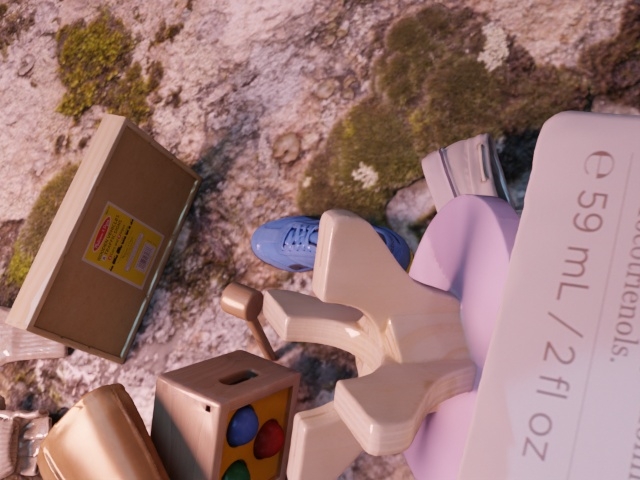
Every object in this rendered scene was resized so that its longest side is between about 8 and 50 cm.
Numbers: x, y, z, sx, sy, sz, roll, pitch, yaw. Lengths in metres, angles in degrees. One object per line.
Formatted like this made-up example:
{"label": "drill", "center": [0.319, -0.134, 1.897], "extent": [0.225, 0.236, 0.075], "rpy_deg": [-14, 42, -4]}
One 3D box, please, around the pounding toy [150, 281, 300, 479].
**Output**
{"label": "pounding toy", "center": [-0.071, 0.152, 0.767], "extent": [0.094, 0.181, 0.206], "rpy_deg": [16, 103, 31]}

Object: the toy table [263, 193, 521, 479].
{"label": "toy table", "center": [0.062, 0.094, 0.656], "extent": [0.252, 0.160, 0.275], "rpy_deg": [-162, 74, -66]}

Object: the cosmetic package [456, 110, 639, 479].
{"label": "cosmetic package", "center": [0.324, 0.147, 0.469], "extent": [0.393, 0.327, 0.330], "rpy_deg": [9, 72, 28]}

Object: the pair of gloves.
{"label": "pair of gloves", "center": [-0.431, 0.189, 0.959], "extent": [0.204, 0.042, 0.240], "rpy_deg": [-1, 62, 6]}

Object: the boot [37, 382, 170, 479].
{"label": "boot", "center": [-0.185, 0.308, 0.702], "extent": [0.236, 0.089, 0.269], "rpy_deg": [-46, 69, 18]}

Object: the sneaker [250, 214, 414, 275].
{"label": "sneaker", "center": [0.000, 0.000, 0.847], "extent": [0.209, 0.082, 0.069], "rpy_deg": [9, 74, 31]}

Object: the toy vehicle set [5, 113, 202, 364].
{"label": "toy vehicle set", "center": [-0.250, 0.003, 0.919], "extent": [0.035, 0.166, 0.267], "rpy_deg": [13, 74, 31]}

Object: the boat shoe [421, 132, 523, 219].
{"label": "boat shoe", "center": [0.181, 0.005, 0.750], "extent": [0.088, 0.096, 0.268], "rpy_deg": [-28, 50, 19]}
